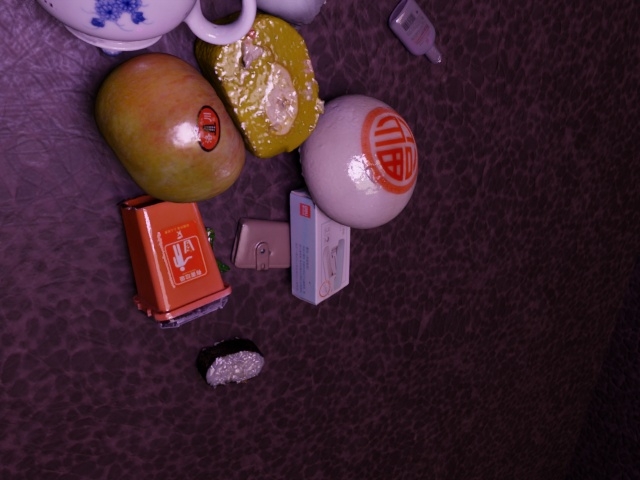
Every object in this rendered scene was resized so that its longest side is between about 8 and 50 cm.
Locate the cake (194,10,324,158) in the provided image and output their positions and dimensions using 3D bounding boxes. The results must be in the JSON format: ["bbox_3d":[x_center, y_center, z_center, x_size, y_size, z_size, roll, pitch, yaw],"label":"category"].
[{"bbox_3d":[-0.106,-0.291,1.050,0.179,0.156,0.261,-31,128,-10],"label":"cake"}]

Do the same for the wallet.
[{"bbox_3d":[-0.120,0.011,1.254,0.152,0.038,0.118,1,109,-36],"label":"wallet"}]

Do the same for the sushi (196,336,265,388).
[{"bbox_3d":[-0.207,0.281,1.300,0.150,0.078,0.091,-8,110,-30],"label":"sushi"}]

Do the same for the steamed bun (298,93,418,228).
[{"bbox_3d":[0.099,-0.169,1.162,0.282,0.177,0.283,11,74,-42],"label":"steamed bun"}]

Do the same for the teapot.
[{"bbox_3d":[-0.303,-0.386,0.824,0.423,0.253,0.280,8,144,-16],"label":"teapot"}]

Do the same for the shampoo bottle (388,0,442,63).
[{"bbox_3d":[0.219,-0.459,1.253,0.165,0.040,0.080,34,90,-40],"label":"shampoo bottle"}]

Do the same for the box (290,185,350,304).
[{"bbox_3d":[0.000,0.000,1.280,0.135,0.079,0.270,-27,127,-45],"label":"box"}]

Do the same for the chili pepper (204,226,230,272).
[{"bbox_3d":[-0.234,0.029,1.188,0.055,0.035,0.118,-20,120,-5],"label":"chili pepper"}]

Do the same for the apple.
[{"bbox_3d":[-0.249,-0.184,0.942,0.193,0.261,0.261,-33,127,-4],"label":"apple"}]

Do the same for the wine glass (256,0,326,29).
[{"bbox_3d":[-0.091,-0.465,0.994,0.204,0.111,0.111,21,100,-36],"label":"wine glass"}]

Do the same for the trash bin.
[{"bbox_3d":[-0.291,0.026,1.074,0.161,0.184,0.239,-22,109,-32],"label":"trash bin"}]
